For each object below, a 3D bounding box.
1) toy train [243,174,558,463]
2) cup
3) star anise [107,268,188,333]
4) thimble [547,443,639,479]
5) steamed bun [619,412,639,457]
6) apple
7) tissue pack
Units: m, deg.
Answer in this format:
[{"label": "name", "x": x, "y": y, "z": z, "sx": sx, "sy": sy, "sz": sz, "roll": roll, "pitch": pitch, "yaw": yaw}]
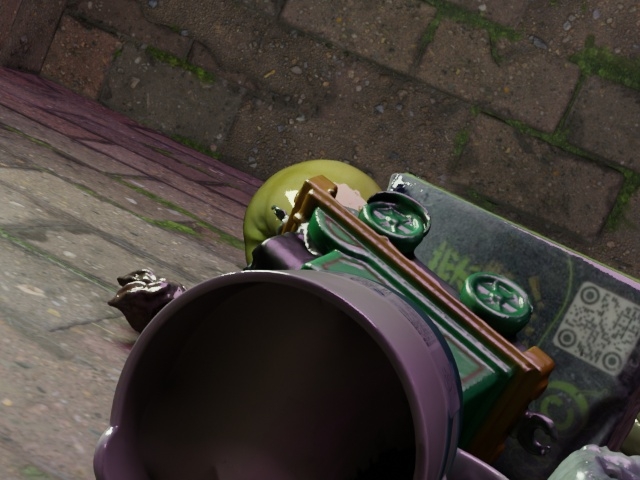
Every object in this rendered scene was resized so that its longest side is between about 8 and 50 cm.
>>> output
[{"label": "toy train", "x": 0.064, "y": 0.100, "z": 1.063, "sx": 0.429, "sy": 0.178, "sz": 0.249, "roll": 40, "pitch": 37, "yaw": 23}, {"label": "cup", "x": 0.019, "y": 0.145, "z": 0.711, "sx": 0.289, "sy": 0.219, "sz": 0.257, "roll": 29, "pitch": 8, "yaw": 15}, {"label": "star anise", "x": -0.131, "y": 0.102, "z": 1.079, "sx": 0.212, "sy": 0.073, "sz": 0.197, "roll": 23, "pitch": 13, "yaw": -31}, {"label": "thimble", "x": 0.233, "y": 0.269, "z": 0.705, "sx": 0.205, "sy": 0.172, "sz": 0.250, "roll": 25, "pitch": 9, "yaw": -24}, {"label": "steamed bun", "x": 0.565, "y": 0.270, "z": 1.451, "sx": 0.383, "sy": 0.236, "sz": 0.247, "roll": 30, "pitch": 7, "yaw": -24}, {"label": "apple", "x": 0.000, "y": 0.000, "z": 1.565, "sx": 0.262, "sy": 0.262, "sz": 0.262, "roll": 23, "pitch": 8, "yaw": -3}, {"label": "tissue pack", "x": 0.212, "y": 0.117, "z": 1.218, "sx": 0.394, "sy": 0.288, "sz": 0.124, "roll": 27, "pitch": 5, "yaw": 28}]
